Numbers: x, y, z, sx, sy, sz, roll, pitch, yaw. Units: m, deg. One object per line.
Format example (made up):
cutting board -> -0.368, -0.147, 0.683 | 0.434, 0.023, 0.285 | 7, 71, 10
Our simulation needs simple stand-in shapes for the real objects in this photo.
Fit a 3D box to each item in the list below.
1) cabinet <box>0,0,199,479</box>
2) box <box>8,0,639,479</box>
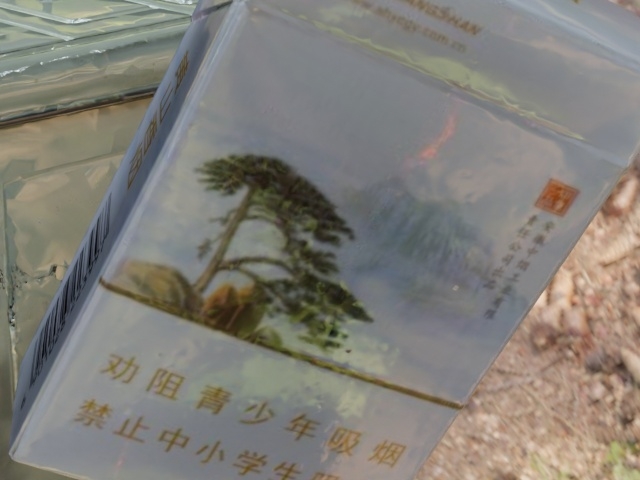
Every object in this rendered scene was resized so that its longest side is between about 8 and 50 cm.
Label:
cabinet -> -0.188, -0.029, 0.674 | 0.290, 0.318, 0.227 | 20, 117, 37
box -> 0.000, -0.001, 0.469 | 0.233, 0.150, 0.067 | -59, 24, 25
